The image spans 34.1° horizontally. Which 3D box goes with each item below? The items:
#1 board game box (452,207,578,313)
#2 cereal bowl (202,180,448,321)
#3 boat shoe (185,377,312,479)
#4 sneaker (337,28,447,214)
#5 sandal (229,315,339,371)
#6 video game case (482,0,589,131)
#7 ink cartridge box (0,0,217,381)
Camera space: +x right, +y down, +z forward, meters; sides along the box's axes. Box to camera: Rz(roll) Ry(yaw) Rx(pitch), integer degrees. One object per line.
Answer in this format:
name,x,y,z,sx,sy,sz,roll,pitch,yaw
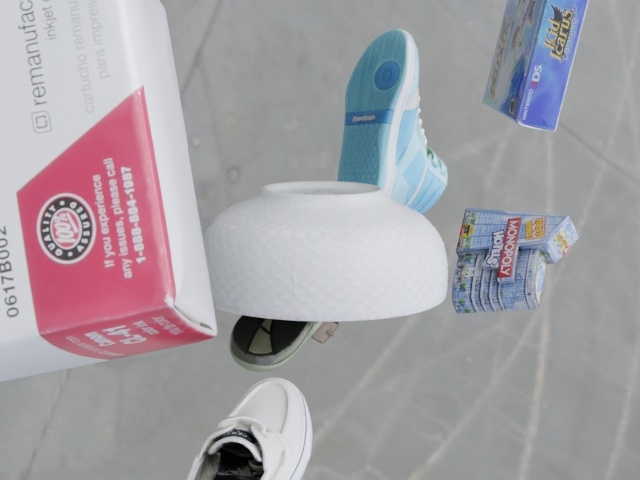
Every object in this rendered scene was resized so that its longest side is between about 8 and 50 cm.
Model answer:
board game box,0.326,0.024,1.750,0.060,0.194,0.194,54,41,-39
cereal bowl,0.000,0.000,1.358,0.339,0.339,0.141,-13,106,-54
boat shoe,-0.078,0.215,1.004,0.267,0.096,0.088,-59,151,-48
sneaker,0.143,-0.187,1.795,0.208,0.127,0.319,13,89,-46
sandal,-0.031,0.112,1.486,0.303,0.120,0.086,-37,135,-49
video game case,0.302,-0.302,1.447,0.244,0.061,0.269,-94,-164,-77
ink cartridge box,-0.231,-0.028,0.589,0.131,0.306,0.226,71,7,-79
